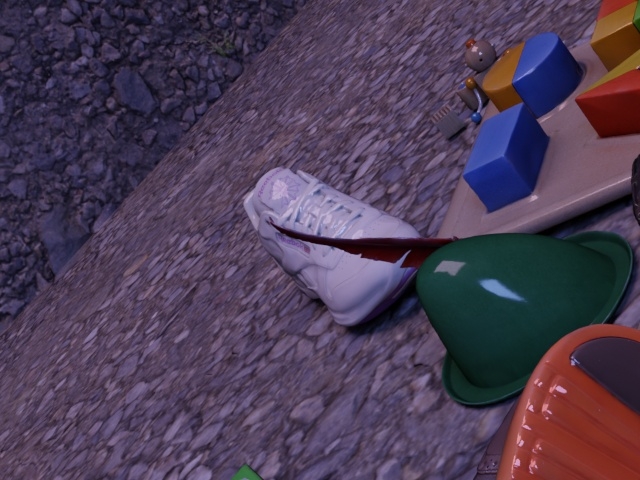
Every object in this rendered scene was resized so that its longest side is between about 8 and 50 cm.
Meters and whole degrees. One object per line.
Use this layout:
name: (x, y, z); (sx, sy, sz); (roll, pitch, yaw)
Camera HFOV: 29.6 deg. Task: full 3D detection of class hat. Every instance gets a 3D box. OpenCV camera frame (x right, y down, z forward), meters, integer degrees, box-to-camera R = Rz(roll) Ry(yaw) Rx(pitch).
hat: (0.100, 0.008, 0.921); (0.208, 0.183, 0.173); (-40, 17, 11)

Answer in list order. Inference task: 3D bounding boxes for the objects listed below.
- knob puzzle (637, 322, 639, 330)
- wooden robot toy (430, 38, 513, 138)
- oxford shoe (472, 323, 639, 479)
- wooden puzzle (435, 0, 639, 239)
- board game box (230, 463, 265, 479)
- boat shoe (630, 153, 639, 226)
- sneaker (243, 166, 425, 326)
knob puzzle: (0.219, 0.055, 0.692); (0.213, 0.030, 0.213); (-59, 13, 23)
wooden robot toy: (0.188, -0.198, 1.397); (0.173, 0.079, 0.076); (-35, 19, 24)
oxford shoe: (0.090, 0.216, 0.590); (0.363, 0.130, 0.132); (-56, -6, -30)
wooden puzzle: (0.241, -0.132, 1.114); (0.348, 0.080, 0.322); (-31, 21, 37)
board game box: (-0.108, 0.322, 0.846); (0.316, 0.064, 0.242); (-47, 17, -10)
boat shoe: (0.255, -0.025, 0.886); (0.152, 0.056, 0.049); (-71, 8, -47)
sneaker: (0.000, 0.000, 1.227); (0.114, 0.152, 0.305); (-49, 18, -12)
